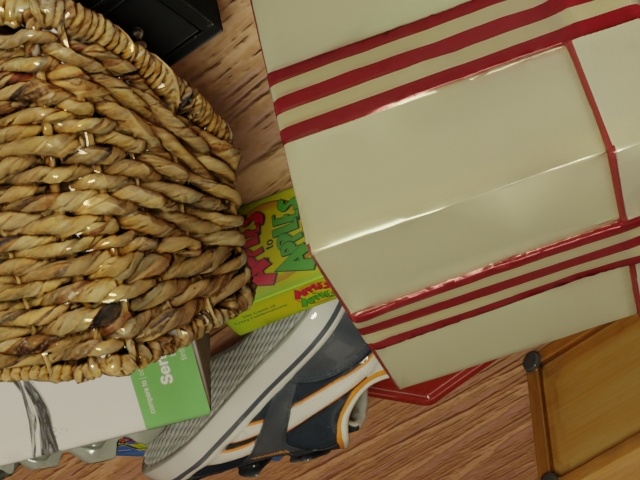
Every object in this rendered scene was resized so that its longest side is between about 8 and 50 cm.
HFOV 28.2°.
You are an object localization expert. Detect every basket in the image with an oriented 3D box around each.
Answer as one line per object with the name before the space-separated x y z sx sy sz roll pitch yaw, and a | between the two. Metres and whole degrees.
basket | -0.205 -0.038 0.814 0.299 0.223 0.213 -7 -170 28

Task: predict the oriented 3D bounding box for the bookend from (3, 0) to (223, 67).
bookend | -0.101 -0.169 0.748 0.156 0.072 0.157 -29 145 23

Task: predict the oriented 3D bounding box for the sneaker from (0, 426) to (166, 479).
sneaker | -0.310 0.143 1.139 0.330 0.122 0.146 -20 129 9

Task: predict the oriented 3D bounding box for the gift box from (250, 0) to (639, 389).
gift box | 0.128 -0.051 0.836 0.258 0.276 0.255 -20 153 8

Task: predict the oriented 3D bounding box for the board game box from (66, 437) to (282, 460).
board game box | -0.138 0.184 1.326 0.281 0.027 0.145 7 141 -29

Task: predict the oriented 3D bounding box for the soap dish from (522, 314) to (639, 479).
soap dish | 0.336 0.158 1.287 0.118 0.229 0.291 30 130 -26

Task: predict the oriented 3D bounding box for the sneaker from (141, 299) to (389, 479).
sneaker | -0.040 0.151 1.154 0.127 0.126 0.321 32 132 -19

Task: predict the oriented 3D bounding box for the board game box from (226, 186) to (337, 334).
board game box | 0.000 0.000 1.027 0.181 0.092 0.043 -21 147 12

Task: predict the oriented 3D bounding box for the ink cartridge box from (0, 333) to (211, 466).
ink cartridge box | -0.199 0.090 0.977 0.219 0.160 0.093 -14 108 -2

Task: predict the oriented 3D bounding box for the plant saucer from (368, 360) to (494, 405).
plant saucer | 0.092 0.085 1.237 0.258 0.048 0.259 14 140 -36
